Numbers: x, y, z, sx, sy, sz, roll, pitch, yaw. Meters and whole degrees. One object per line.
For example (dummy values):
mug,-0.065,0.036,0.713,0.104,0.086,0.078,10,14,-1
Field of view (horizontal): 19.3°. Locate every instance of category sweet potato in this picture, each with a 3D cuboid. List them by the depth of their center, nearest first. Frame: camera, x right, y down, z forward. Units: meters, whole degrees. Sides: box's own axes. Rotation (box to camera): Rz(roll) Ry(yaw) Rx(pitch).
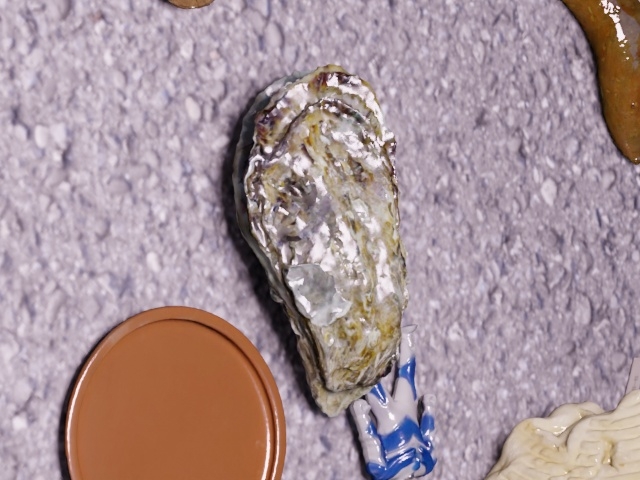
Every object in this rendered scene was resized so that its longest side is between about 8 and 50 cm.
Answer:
sweet potato,0.315,-0.254,2.150,0.108,0.079,0.346,-41,106,-21

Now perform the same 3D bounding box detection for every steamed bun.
steamed bun,0.330,0.290,1.974,0.289,0.276,0.203,-49,137,-15

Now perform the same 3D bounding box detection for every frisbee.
frisbee,-0.135,0.186,1.770,0.251,0.021,0.250,7,79,-38

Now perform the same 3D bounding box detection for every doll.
doll,0.083,0.201,1.919,0.114,0.057,0.227,-4,84,-43

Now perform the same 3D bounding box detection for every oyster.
oyster,0.004,0.004,1.841,0.162,0.158,0.351,-6,96,4

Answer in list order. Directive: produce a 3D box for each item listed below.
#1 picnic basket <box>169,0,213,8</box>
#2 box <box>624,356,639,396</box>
picnic basket,-0.129,-0.270,1.818,0.072,0.072,0.083,12,45,-37
box,0.408,0.324,2.151,0.200,0.065,0.343,29,67,-31
